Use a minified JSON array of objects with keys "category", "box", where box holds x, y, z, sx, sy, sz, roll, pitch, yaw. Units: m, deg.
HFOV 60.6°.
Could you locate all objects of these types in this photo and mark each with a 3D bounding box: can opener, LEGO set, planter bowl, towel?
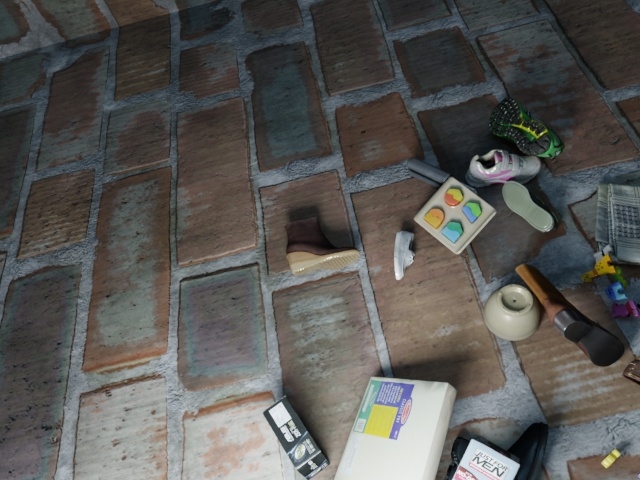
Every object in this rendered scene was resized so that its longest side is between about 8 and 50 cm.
[{"category":"can opener","box":[0.409,-0.192,1.893,0.283,0.076,0.095,31,67,30]},{"category":"LEGO set","box":[0.815,0.120,1.572,0.093,0.087,0.227,-32,49,36]},{"category":"planter bowl","box":[0.555,0.193,1.579,0.162,0.109,0.162,-6,55,9]},{"category":"towel","box":[1.015,-0.052,1.675,0.324,0.056,0.312,6,58,17]}]

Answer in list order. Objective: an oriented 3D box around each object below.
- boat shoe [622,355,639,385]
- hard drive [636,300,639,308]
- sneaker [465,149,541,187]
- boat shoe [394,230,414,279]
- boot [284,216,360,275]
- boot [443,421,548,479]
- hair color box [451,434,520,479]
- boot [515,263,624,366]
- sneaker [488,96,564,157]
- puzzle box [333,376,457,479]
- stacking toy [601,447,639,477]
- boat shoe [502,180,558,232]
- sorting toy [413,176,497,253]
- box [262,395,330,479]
[{"category":"boat shoe","box":[0.881,0.388,1.399,0.073,0.073,0.207,-40,50,-13]},{"category":"hard drive","box":[0.981,0.168,1.553,0.135,0.022,0.094,-40,57,-15]},{"category":"sneaker","box":[0.625,-0.252,1.863,0.252,0.111,0.103,-9,55,6]},{"category":"boat shoe","box":[0.274,0.047,1.775,0.063,0.066,0.184,0,47,14]},{"category":"boot","box":[0.000,0.000,1.845,0.248,0.090,0.207,-13,57,8]},{"category":"boot","box":[0.441,0.539,1.378,0.207,0.094,0.246,20,69,20]},{"category":"hair color box","box":[0.315,0.635,1.221,0.113,0.185,0.374,25,83,24]},{"category":"boot","box":[0.689,0.206,1.534,0.096,0.264,0.280,-57,23,21]},{"category":"sneaker","box":[0.723,-0.387,1.943,0.134,0.146,0.343,-56,36,28]},{"category":"puzzle box","box":[0.174,0.545,1.378,0.272,0.052,0.409,-10,47,49]},{"category":"stacking toy","box":[0.822,0.530,1.326,0.221,0.052,0.167,-37,57,-13]},{"category":"boat shoe","box":[0.681,-0.108,1.783,0.081,0.068,0.228,-52,46,25]},{"category":"sorting toy","box":[0.437,-0.086,1.795,0.193,0.038,0.208,-49,62,4]},{"category":"box","box":[-0.065,0.530,1.467,0.077,0.147,0.180,-33,57,-10]}]
